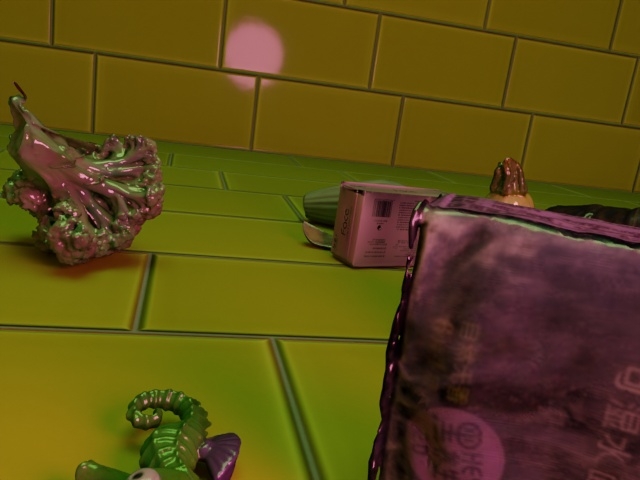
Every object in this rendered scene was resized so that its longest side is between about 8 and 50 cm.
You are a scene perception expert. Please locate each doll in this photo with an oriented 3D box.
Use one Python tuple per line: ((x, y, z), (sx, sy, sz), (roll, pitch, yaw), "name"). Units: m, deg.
((-0.118, 0.166, 0.458), (0.115, 0.050, 0.190), (13, 12, -7), "doll")

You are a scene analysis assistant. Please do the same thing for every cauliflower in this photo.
((-0.392, -0.098, 0.929), (0.257, 0.238, 0.315), (14, -28, 31), "cauliflower")

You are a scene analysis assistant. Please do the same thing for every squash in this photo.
((0.315, -0.008, 1.037), (0.137, 0.287, 0.137), (4, 46, -4), "squash")

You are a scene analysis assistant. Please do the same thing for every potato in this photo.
((-0.001, 0.000, 1.225), (0.093, 0.036, 0.037), (27, -21, 5), "potato")

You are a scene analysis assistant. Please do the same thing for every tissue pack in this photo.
((0.225, 0.122, 0.394), (0.362, 0.259, 0.122), (14, 19, 19), "tissue pack")
((0.151, -0.027, 1.178), (0.247, 0.148, 0.092), (1, 14, -31), "tissue pack")

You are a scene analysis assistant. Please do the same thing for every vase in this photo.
((0.082, -0.079, 1.408), (0.248, 0.128, 0.128), (2, 12, 17), "vase")

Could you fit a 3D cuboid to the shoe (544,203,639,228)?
((0.510, 0.040, 1.042), (0.237, 0.171, 0.384), (2, -7, 43), "shoe")
